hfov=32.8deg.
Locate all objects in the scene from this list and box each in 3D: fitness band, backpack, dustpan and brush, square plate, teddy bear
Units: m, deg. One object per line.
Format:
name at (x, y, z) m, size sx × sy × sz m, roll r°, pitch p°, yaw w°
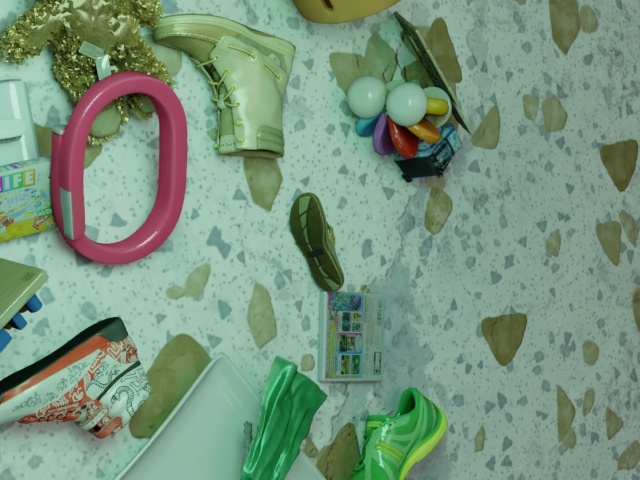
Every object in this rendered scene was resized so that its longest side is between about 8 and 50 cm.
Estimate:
fitness band at (-0.286, -0.101, 1.563) m, size 0.209 × 0.054 × 0.291 m, roll -18°, pitch 124°, yaw -42°
backpack at (0.201, -0.174, 2.010) m, size 0.114 × 0.105 × 0.084 m, roll -44°, pitch 115°, yaw -36°
dustpan and brush at (-0.472, -0.145, 1.473) m, size 0.211 × 0.060 × 0.147 m, roll -14°, pitch 96°, yaw -39°
square plate at (-0.169, 0.414, 1.695) m, size 0.347 × 0.049 × 0.344 m, roll -50°, pitch 118°, yaw -31°
teddy bear at (-0.337, -0.307, 1.572) m, size 0.245 × 0.113 × 0.338 m, roll -45°, pitch 119°, yaw -9°

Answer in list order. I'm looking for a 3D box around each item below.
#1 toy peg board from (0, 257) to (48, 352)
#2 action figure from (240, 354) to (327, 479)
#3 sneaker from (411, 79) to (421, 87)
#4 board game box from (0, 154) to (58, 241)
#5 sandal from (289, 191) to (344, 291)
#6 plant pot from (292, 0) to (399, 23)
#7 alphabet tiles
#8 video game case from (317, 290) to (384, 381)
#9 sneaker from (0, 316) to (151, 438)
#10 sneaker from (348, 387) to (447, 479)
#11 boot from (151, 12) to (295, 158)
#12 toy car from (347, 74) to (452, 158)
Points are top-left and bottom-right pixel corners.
toy peg board at (-0.443, 0.108, 1.426) m, size 0.161 × 0.160 × 0.079 m, roll -52°, pitch 134°, yaw -29°
action figure at (-0.076, 0.314, 1.707) m, size 0.137 × 0.063 × 0.232 m, roll 41°, pitch 58°, yaw -32°
sneaker at (0.184, -0.260, 2.024) m, size 0.038 × 0.069 × 0.098 m, roll 33°, pitch 67°, yaw -34°
board game box at (-0.432, -0.052, 1.495) m, size 0.154 × 0.026 × 0.103 m, roll -19°, pitch 125°, yaw -39°
sandal at (0.000, 0.000, 1.857) m, size 0.049 × 0.072 × 0.180 m, roll -40°, pitch 114°, yaw -51°
plant pot at (0.036, -0.495, 1.803) m, size 0.291 × 0.291 × 0.203 m, roll -44°, pitch 130°, yaw -33°
alphabet tiles at (0.212, -0.304, 1.993) m, size 0.009 × 0.198 × 0.237 m, roll -32°, pitch 112°, yaw 4°
video game case at (0.056, 0.170, 1.920) m, size 0.143 × 0.019 × 0.157 m, roll 5°, pitch 84°, yaw -39°
sneaker at (-0.357, 0.231, 1.524) m, size 0.270 × 0.090 × 0.145 m, roll -34°, pitch 106°, yaw -39°
sneaker at (0.104, 0.372, 1.904) m, size 0.123 × 0.109 × 0.295 m, roll 54°, pitch 51°, yaw -9°
boot at (-0.156, -0.240, 1.727) m, size 0.262 × 0.095 × 0.203 m, roll 10°, pitch 82°, yaw -42°
toy car at (0.136, -0.214, 1.923) m, size 0.159 × 0.182 × 0.136 m, roll -5°, pitch 107°, yaw -57°
